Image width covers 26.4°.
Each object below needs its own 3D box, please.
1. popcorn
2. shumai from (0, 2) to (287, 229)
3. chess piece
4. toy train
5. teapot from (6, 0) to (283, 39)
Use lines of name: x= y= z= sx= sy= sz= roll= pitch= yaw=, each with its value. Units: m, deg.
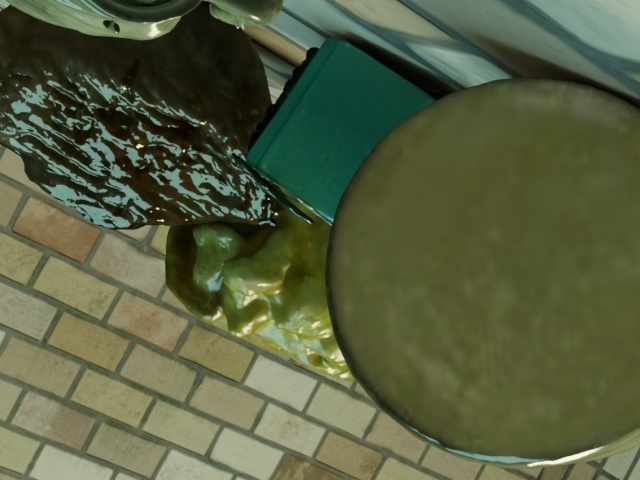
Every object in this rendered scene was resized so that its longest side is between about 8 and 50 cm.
popcorn: x=0.000 y=0.000 z=1.095 sx=0.259 sy=0.212 sz=0.259 roll=23 pitch=168 yaw=5
shumai: x=-0.118 y=-0.117 z=0.990 sx=0.218 sy=0.184 sz=0.185 roll=2 pitch=-144 yaw=15
chess piece: x=0.138 y=0.033 z=0.670 sx=0.167 sy=0.167 sz=0.300 roll=28 pitch=-177 yaw=27
toy train: x=0.047 y=-0.036 z=0.806 sx=0.163 sy=0.112 sz=0.203 roll=35 pitch=179 yaw=10
teapot: x=-0.086 y=-0.125 z=0.615 sx=0.107 sy=0.077 sz=0.200 roll=24 pitch=-179 yaw=-22
